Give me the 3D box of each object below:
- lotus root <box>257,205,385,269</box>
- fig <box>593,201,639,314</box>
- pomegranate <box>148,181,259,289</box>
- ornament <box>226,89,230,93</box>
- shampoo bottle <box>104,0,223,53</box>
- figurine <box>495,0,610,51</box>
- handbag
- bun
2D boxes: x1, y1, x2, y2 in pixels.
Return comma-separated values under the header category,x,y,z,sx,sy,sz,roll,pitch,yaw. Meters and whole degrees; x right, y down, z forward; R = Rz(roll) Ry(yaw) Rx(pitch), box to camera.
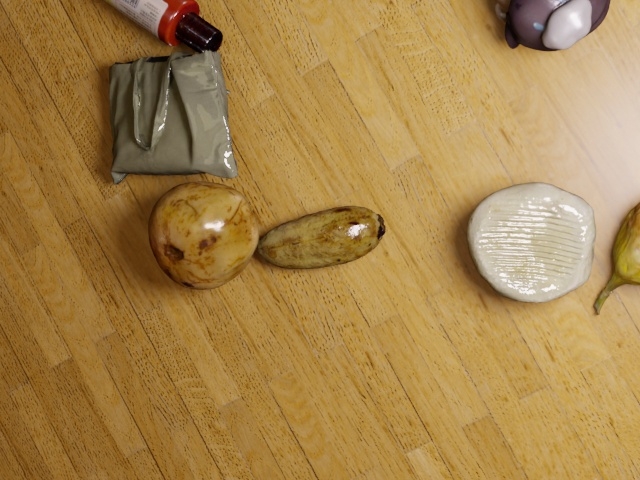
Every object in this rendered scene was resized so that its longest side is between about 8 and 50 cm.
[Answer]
category,x,y,z,sx,sy,sz,roll,pitch,yaw
lotus root,0.000,0.000,1.603,0.259,0.097,0.110,-14,93,20
fig,0.559,0.039,1.440,0.159,0.159,0.257,40,123,10
pomegranate,-0.224,-0.018,1.616,0.216,0.215,0.215,1,94,16
ornament,-0.215,-0.265,1.670,0.092,0.041,0.068,-40,62,24
shampoo bottle,-0.316,-0.458,1.650,0.278,0.104,0.104,36,102,11
figurine,0.336,-0.481,1.414,0.365,0.206,0.218,41,89,11
handbag,-0.303,-0.241,1.639,0.316,0.109,0.253,0,95,34
bun,0.373,0.000,1.476,0.231,0.133,0.230,2,101,11
